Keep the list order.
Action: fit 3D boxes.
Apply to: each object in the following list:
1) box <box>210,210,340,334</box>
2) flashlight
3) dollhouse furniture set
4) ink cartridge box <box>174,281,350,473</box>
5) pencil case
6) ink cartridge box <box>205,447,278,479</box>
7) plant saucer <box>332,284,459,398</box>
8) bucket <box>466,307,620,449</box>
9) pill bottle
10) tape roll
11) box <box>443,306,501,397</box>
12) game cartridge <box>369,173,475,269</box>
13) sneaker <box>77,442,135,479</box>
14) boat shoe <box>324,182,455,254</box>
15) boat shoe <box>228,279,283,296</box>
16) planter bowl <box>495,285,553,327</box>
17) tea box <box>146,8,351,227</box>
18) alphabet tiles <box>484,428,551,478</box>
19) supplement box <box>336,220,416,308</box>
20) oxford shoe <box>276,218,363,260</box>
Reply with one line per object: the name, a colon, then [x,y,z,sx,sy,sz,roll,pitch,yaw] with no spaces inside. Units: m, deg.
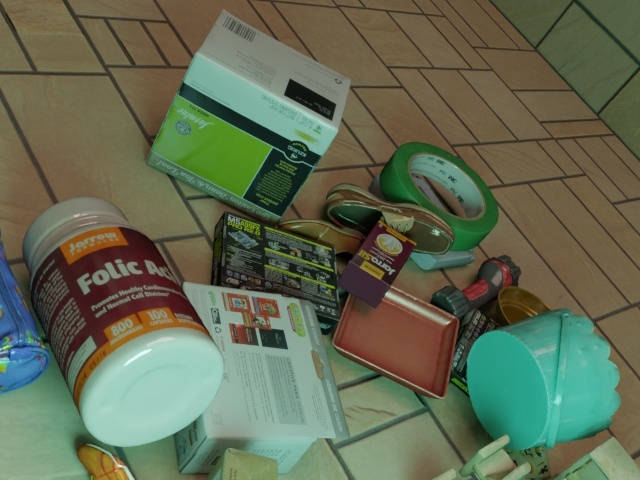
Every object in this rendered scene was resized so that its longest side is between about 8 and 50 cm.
box: [-0.093,0.068,1.697,0.270,0.060,0.216,18,41,-21]
flashlight: [0.375,0.118,1.966,0.103,0.103,0.304,29,31,34]
dollhouse furniture set: [0.399,0.557,1.486,0.394,0.256,0.362,-24,64,-25]
ink cartridge box: [-0.122,0.245,1.431,0.272,0.130,0.309,10,45,-29]
pencil case: [-0.533,0.090,1.285,0.119,0.133,0.306,-6,55,-41]
ink cartridge box: [-0.138,0.451,1.153,0.088,0.193,0.234,19,40,-17]
plant saucer: [0.161,0.207,1.735,0.259,0.047,0.258,27,38,-2]
bucket: [0.441,0.285,1.629,0.183,0.281,0.281,-8,54,-29]
pill bottle: [-0.331,0.113,1.295,0.224,0.224,0.392,-2,37,-38]
tape roll: [0.310,-0.118,2.097,0.321,0.077,0.321,21,41,-19]
box: [0.374,0.274,1.797,0.184,0.045,0.190,40,52,-7]
game cartridge: [0.256,-0.051,2.090,0.198,0.062,0.297,-8,55,-37]
sneaker: [-0.311,0.377,1.209,0.175,0.064,0.067,44,48,15]
boat shoe: [0.158,-0.031,1.915,0.324,0.123,0.116,18,28,4]
boat shoe: [-0.141,0.100,1.552,0.152,0.056,0.049,11,78,-31]
planter bowl: [0.490,0.220,1.945,0.217,0.090,0.217,25,34,-18]
tea box: [-0.157,-0.261,1.777,0.329,0.323,0.220,28,39,-12]
alphabet tiles: [0.429,0.390,1.735,0.198,0.009,0.237,9,62,-27]
supplement box: [0.126,0.051,1.785,0.104,0.081,0.188,32,39,6]
oxford shoe: [0.000,0.000,1.833,0.212,0.076,0.076,14,68,-20]
